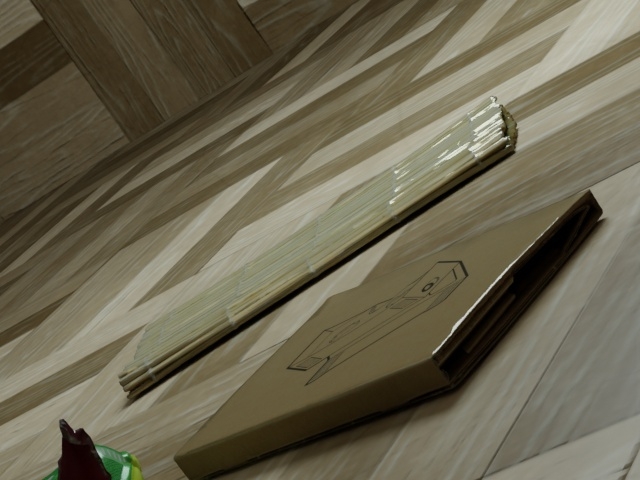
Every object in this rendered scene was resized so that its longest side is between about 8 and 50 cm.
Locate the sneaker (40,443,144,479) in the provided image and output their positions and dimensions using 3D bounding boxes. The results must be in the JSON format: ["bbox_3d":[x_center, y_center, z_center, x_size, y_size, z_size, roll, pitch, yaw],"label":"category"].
[{"bbox_3d":[-0.206,0.180,0.864,0.295,0.123,0.109,-36,9,-9],"label":"sneaker"}]

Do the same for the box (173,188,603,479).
[{"bbox_3d":[0.034,0.049,0.998,0.201,0.021,0.164,-26,13,45],"label":"box"}]

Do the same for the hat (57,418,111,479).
[{"bbox_3d":[-0.087,0.151,0.425,0.208,0.183,0.173,-35,11,-1],"label":"hat"}]

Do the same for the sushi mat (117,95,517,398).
[{"bbox_3d":[0.000,0.000,1.354,0.316,0.019,0.151,-34,9,9],"label":"sushi mat"}]
